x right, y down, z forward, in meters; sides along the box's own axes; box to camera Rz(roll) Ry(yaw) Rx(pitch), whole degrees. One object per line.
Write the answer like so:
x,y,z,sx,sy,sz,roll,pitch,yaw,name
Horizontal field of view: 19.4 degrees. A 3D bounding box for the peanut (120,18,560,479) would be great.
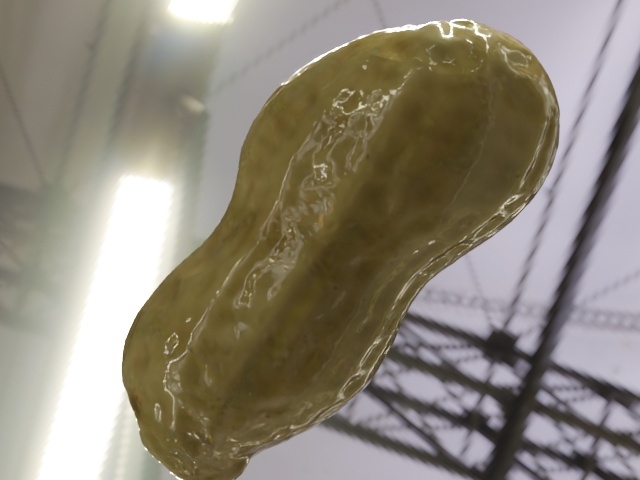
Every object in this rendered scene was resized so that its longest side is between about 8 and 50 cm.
0.000,0.000,0.856,0.256,0.123,0.123,-47,-45,13,peanut
